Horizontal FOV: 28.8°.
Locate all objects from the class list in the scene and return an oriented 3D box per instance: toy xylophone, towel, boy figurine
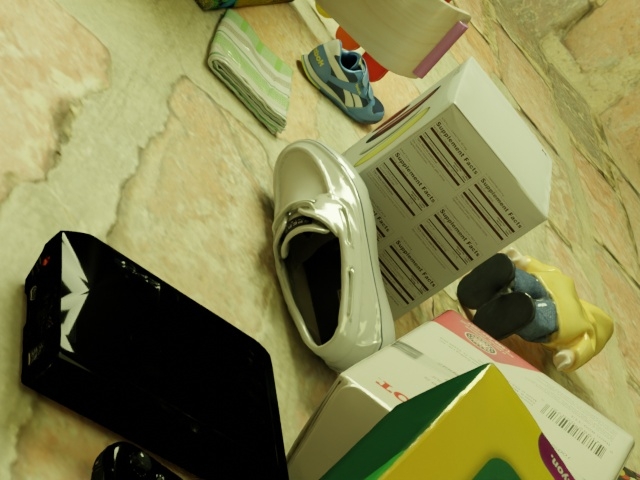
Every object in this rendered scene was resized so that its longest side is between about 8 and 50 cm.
[{"bbox_3d":[0.067,-0.368,1.614,0.322,0.236,0.081,53,24,6],"label":"toy xylophone"},{"bbox_3d":[-0.071,-0.188,1.350,0.113,0.023,0.152,46,23,-21],"label":"towel"},{"bbox_3d":[0.280,0.089,1.559,0.285,0.092,0.177,21,39,-54],"label":"boy figurine"}]

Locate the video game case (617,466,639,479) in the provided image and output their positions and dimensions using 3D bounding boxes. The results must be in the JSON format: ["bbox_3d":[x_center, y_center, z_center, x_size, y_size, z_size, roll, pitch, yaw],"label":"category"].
[{"bbox_3d":[0.255,0.266,1.206,0.210,0.042,0.232,28,20,9],"label":"video game case"}]

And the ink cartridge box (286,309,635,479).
[{"bbox_3d":[0.116,0.177,0.996,0.207,0.117,0.283,36,19,15],"label":"ink cartridge box"}]

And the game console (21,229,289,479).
[{"bbox_3d":[-0.092,0.163,0.778,0.213,0.044,0.361,36,29,-37],"label":"game console"}]

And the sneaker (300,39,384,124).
[{"bbox_3d":[0.040,-0.194,1.530,0.144,0.059,0.053,35,27,-41],"label":"sneaker"}]

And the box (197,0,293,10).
[{"bbox_3d":[-0.029,-0.422,1.433,0.177,0.279,0.290,54,23,1],"label":"box"}]

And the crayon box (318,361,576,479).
[{"bbox_3d":[0.094,0.299,0.694,0.363,0.106,0.313,57,41,-1],"label":"crayon box"}]

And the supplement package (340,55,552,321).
[{"bbox_3d":[0.111,-0.054,1.281,0.149,0.203,0.194,50,22,-10],"label":"supplement package"}]

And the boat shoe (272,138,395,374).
[{"bbox_3d":[0.000,0.000,1.126,0.084,0.095,0.258,34,28,-49],"label":"boat shoe"}]
